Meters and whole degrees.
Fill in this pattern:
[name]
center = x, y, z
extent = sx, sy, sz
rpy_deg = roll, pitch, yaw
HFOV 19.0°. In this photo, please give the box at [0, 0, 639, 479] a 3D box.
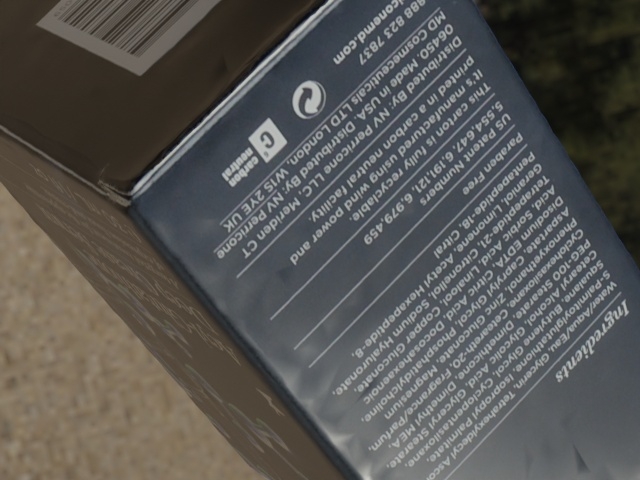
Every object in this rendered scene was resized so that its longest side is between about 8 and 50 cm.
[box]
center = 0.000, 0.000, 1.126
extent = 0.293, 0.212, 0.395
rpy_deg = 28, -20, 54
